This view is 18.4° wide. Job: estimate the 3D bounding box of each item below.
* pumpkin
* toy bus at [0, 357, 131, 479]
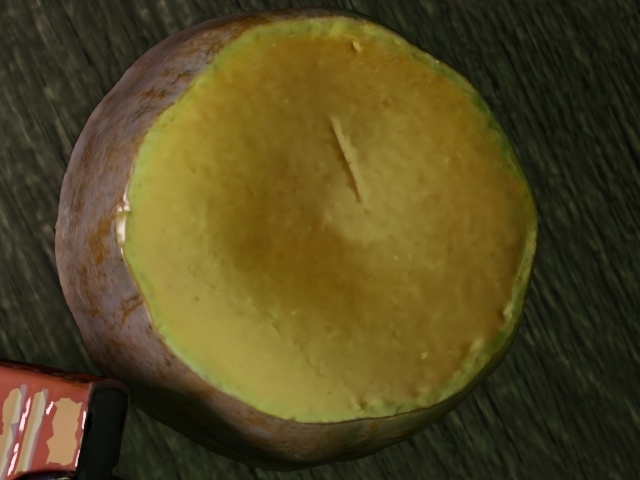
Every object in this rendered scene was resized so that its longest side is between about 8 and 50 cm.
[{"bbox_3d":[0.000,0.000,1.325,0.332,0.199,0.332,0,91,-17],"label":"pumpkin"},{"bbox_3d":[-0.256,0.276,1.242,0.233,0.203,0.427,14,85,4],"label":"toy bus"}]
